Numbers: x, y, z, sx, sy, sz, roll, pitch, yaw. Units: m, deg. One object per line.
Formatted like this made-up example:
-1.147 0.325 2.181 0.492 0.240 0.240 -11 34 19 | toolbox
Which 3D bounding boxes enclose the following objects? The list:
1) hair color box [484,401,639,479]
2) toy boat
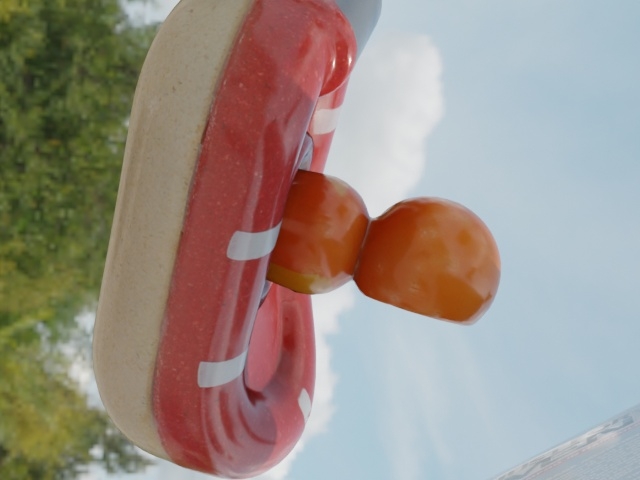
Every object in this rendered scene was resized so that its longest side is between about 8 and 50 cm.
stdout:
0.150 0.153 0.363 0.185 0.114 0.374 64 -5 4 | hair color box
0.000 0.000 0.528 0.151 0.151 0.231 -66 172 -57 | toy boat
